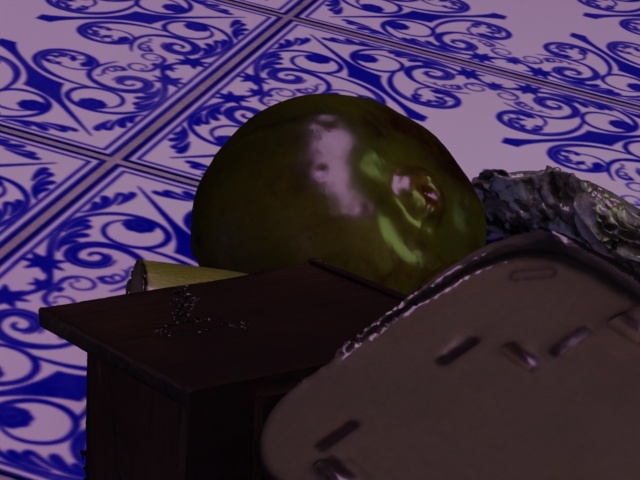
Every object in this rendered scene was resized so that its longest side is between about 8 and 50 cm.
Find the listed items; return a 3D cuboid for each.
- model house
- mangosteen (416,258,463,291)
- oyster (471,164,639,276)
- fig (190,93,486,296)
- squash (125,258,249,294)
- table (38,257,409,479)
[{"bbox_3d":[0.124,0.177,0.902,0.205,0.278,0.218,-33,40,-16],"label":"model house"},{"bbox_3d":[0.116,0.102,1.105,0.200,0.200,0.200,9,25,-4],"label":"mangosteen"},{"bbox_3d":[0.253,-0.010,1.526,0.252,0.087,0.199,7,14,-26],"label":"oyster"},{"bbox_3d":[0.000,0.000,1.323,0.225,0.203,0.203,-21,2,39],"label":"fig"},{"bbox_3d":[-0.038,0.079,1.182,0.187,0.123,0.123,8,25,-6],"label":"squash"},{"bbox_3d":[-0.030,0.122,0.996,0.193,0.169,0.172,-8,18,-36],"label":"table"}]
